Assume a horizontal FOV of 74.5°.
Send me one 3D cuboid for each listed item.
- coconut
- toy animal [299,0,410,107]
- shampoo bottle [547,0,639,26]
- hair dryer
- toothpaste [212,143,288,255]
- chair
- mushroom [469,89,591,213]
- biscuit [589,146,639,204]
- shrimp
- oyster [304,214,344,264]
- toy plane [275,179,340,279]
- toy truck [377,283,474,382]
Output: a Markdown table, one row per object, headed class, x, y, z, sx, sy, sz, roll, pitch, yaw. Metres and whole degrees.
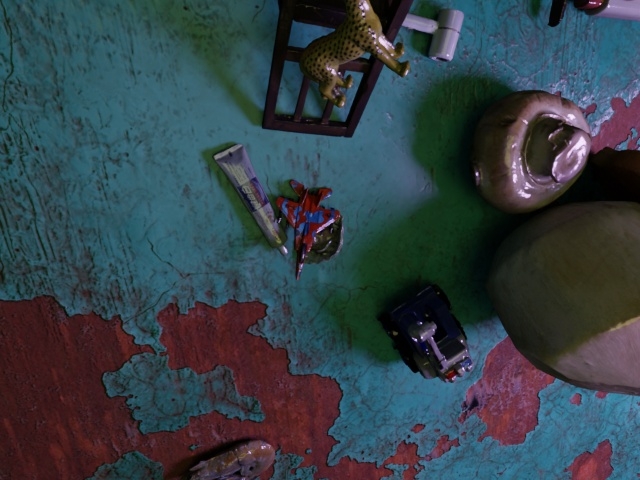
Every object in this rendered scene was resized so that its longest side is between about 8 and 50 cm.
| class | x | y | z | sx | sy | sz | roll | pitch | yaw |
| --- | --- | --- | --- | --- | --- | --- | --- | --- | --- |
| coconut | 0.549 | 0.127 | 0.822 | 0.415 | 0.415 | 0.344 | -30 | 144 | -3 |
| toy animal | 0.026 | -0.269 | 0.593 | 0.136 | 0.181 | 0.073 | 31 | 59 | -36 |
| shampoo bottle | 0.576 | -0.487 | 0.820 | 0.284 | 0.071 | 0.153 | -13 | 113 | -7 |
| hair dryer | 0.187 | -0.386 | 0.770 | 0.137 | 0.047 | 0.082 | 11 | 105 | -11 |
| toothpaste | -0.120 | -0.070 | 0.799 | 0.060 | 0.038 | 0.233 | -30 | 109 | -7 |
| chair | 0.021 | -0.397 | 0.662 | 0.203 | 0.416 | 0.240 | 2 | 62 | -15 |
| mushroom | 0.403 | -0.167 | 0.821 | 0.255 | 0.184 | 0.254 | -12 | 118 | -23 |
| biscuit | 0.720 | -0.021 | 0.822 | 0.078 | 0.455 | 0.350 | -40 | 151 | 14 |
| shrimp | -0.211 | 0.527 | 0.965 | 0.223 | 0.047 | 0.126 | -17 | 121 | -10 |
| oyster | 0.000 | -0.001 | 0.857 | 0.100 | 0.037 | 0.098 | -3 | 89 | 9 |
| toy plane | -0.031 | -0.018 | 0.809 | 0.130 | 0.061 | 0.189 | 12 | 87 | -16 |
| toy truck | 0.244 | 0.211 | 0.903 | 0.161 | 0.177 | 0.213 | -33 | 111 | -3 |
